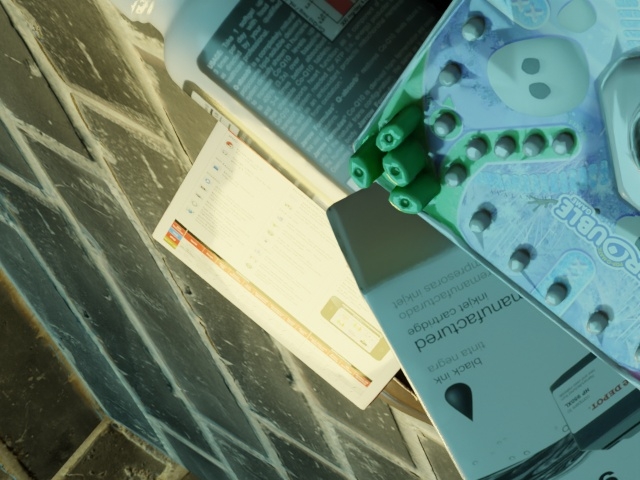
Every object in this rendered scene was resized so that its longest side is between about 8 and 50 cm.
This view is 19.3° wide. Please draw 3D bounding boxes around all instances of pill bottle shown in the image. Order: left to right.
[{"bbox_3d":[-0.011,-0.176,1.719,0.363,0.210,0.210,41,162,0],"label":"pill bottle"}]

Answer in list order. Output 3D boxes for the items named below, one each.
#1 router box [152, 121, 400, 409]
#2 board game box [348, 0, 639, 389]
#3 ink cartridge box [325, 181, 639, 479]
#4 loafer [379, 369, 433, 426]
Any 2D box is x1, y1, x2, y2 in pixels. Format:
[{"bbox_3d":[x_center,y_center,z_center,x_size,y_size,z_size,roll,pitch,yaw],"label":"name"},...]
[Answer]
[{"bbox_3d":[0.000,0.000,2.151,0.335,0.082,0.301,40,140,3],"label":"router box"},{"bbox_3d":[0.257,-0.069,1.327,0.390,0.050,0.390,38,125,4],"label":"board game box"},{"bbox_3d":[0.224,0.092,1.624,0.395,0.285,0.166,60,-176,-29],"label":"ink cartridge box"},{"bbox_3d":[0.188,0.175,2.324,0.366,0.134,0.130,37,152,-4],"label":"loafer"}]
